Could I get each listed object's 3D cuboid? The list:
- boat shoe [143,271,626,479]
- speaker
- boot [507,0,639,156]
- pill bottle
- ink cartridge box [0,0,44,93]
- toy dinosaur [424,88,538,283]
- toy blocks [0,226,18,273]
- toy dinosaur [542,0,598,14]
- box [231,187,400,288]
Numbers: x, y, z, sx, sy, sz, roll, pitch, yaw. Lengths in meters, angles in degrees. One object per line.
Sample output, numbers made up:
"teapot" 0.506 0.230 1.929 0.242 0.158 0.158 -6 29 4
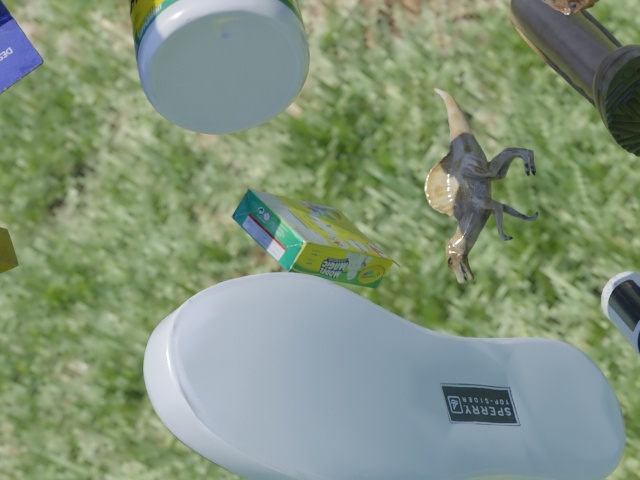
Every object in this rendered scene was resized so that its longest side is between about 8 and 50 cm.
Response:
"boat shoe" 0.022 0.089 0.876 0.102 0.301 0.108 -31 63 40
"speaker" 0.293 0.070 1.574 0.055 0.055 0.136 -52 12 9
"boot" 0.273 -0.188 1.799 0.089 0.236 0.269 -40 52 4
"pill bottle" -0.079 -0.181 1.243 0.117 0.117 0.208 -40 38 24
"ink cartridge box" -0.461 -0.195 1.666 0.304 0.072 0.307 -36 57 -3
"toy dinosaur" 0.133 -0.059 1.479 0.093 0.053 0.183 -7 70 13
"toy blocks" -0.390 -0.088 1.387 0.191 0.261 0.381 -23 47 -5
"toy dinosaur" 0.223 -0.217 1.113 0.211 0.064 0.112 -30 85 45
"box" 0.000 0.000 1.853 0.105 0.179 0.043 44 111 35
